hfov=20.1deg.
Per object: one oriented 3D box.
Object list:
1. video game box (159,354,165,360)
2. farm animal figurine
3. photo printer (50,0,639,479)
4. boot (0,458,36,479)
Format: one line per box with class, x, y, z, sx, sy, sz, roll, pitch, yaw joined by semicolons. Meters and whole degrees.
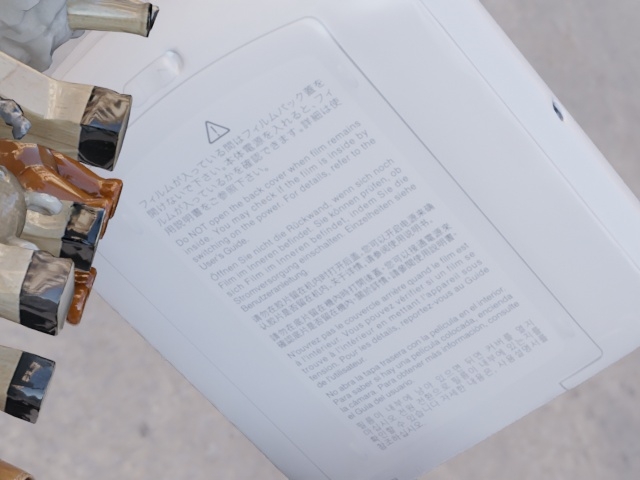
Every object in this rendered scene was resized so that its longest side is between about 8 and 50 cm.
video game box;0.000;0.000;1.205;0.205;0.187;0.048;-11;59;-26
farm animal figurine;-0.184;0.030;0.686;0.172;0.327;0.330;17;47;-5
photo printer;0.007;-0.019;0.951;0.307;0.256;0.107;46;22;-26
boot;-0.204;0.094;0.881;0.073;0.152;0.197;-35;132;-46
